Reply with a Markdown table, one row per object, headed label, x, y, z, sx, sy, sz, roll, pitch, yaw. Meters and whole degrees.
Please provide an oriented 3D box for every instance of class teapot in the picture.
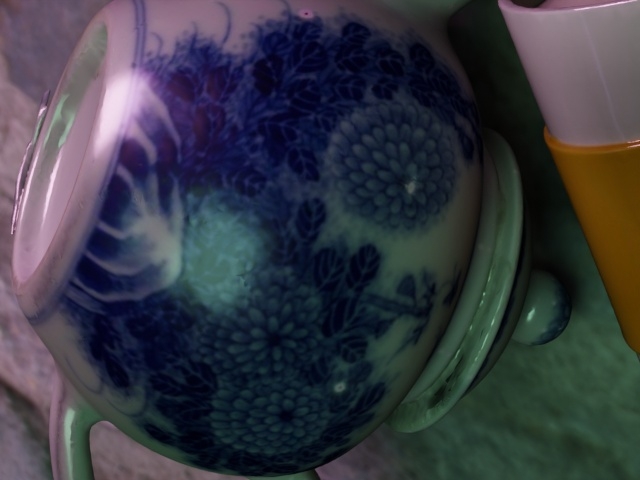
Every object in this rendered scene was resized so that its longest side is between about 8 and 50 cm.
| label | x | y | z | sx | sy | sz | roll | pitch | yaw |
| --- | --- | --- | --- | --- | --- | --- | --- | --- | --- |
| teapot | 0.000 | 0.000 | 0.891 | 0.280 | 0.252 | 0.424 | 18 | 99 | -19 |

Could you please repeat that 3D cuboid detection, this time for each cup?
| label | x | y | z | sx | sy | sz | roll | pitch | yaw |
| --- | --- | --- | --- | --- | --- | --- | --- | --- | --- |
| cup | 0.219 | -0.046 | 0.796 | 0.241 | 0.185 | 0.226 | -17 | 105 | 0 |
